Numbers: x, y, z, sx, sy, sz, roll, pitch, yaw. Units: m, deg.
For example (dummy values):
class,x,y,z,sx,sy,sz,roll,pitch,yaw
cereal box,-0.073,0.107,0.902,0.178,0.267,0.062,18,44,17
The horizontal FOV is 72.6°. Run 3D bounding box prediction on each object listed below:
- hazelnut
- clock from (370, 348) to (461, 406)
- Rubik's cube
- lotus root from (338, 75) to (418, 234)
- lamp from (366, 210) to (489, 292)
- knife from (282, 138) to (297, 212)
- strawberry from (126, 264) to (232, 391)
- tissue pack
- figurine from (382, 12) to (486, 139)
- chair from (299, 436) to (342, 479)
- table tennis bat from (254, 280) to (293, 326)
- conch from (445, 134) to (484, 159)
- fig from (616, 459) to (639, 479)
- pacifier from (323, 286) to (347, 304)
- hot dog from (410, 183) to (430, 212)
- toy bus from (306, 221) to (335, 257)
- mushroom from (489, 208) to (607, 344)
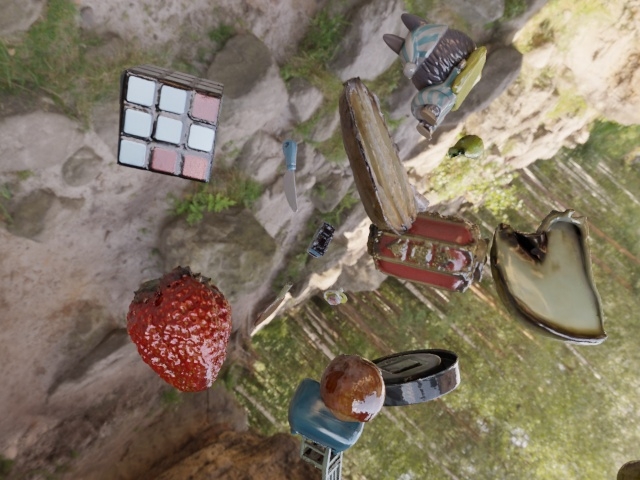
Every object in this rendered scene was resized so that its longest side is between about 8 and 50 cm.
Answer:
class,x,y,z,sx,sy,sz,roll,pitch,yaw
hazelnut,0.069,0.321,0.959,0.143,0.143,0.154,-45,-147,-24
clock,0.294,0.466,1.508,0.385,0.077,0.386,-12,177,-1
Rubik's cube,-0.266,-0.215,0.788,0.161,0.163,0.162,-110,-145,-62
lotus root,0.100,-0.167,0.900,0.078,0.330,0.167,-15,-171,35
lamp,0.247,0.018,1.019,0.177,0.273,0.177,15,90,-71
knife,-0.099,-0.209,1.418,0.058,0.245,0.032,-6,172,31
strawberry,-0.327,0.215,1.031,0.238,0.289,0.250,-19,173,10
tissue pack,0.017,0.665,1.640,0.198,0.287,0.206,108,5,-64
figurine,0.369,-0.628,1.615,0.361,0.377,0.266,-51,164,-11
chair,0.004,0.893,1.798,0.136,0.147,0.271,-15,115,-55
table tennis bat,-0.106,0.145,0.998,0.087,0.013,0.156,-32,163,-53
conch,0.443,-0.279,1.326,0.200,0.080,0.094,-22,-172,-42
fig,0.754,0.558,0.990,0.152,0.121,0.136,-24,154,-23
pacifier,0.048,0.168,1.376,0.083,0.068,0.064,-20,-153,41
hot dog,0.322,-0.157,1.609,0.108,0.191,0.059,-25,-131,34
toy bus,0.000,0.000,1.588,0.075,0.060,0.123,-32,-152,56
mushroom,0.485,0.081,0.990,0.212,0.217,0.293,55,37,-77
